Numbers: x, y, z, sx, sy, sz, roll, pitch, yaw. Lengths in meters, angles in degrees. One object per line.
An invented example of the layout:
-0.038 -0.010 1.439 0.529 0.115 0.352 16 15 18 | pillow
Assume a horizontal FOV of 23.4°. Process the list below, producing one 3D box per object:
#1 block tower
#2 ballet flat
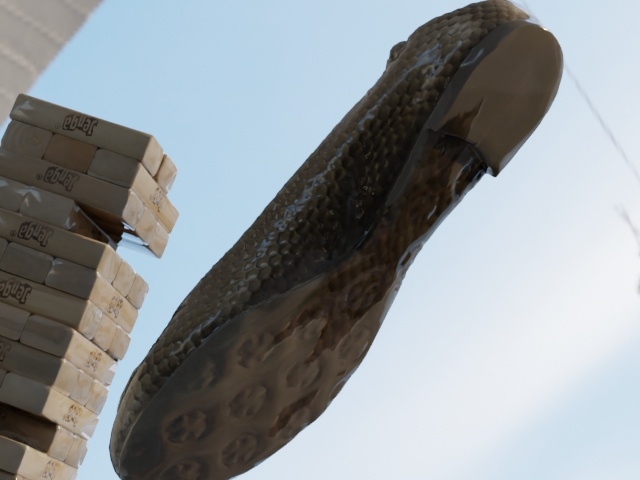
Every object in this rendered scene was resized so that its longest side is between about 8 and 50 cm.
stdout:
-0.182 0.093 0.878 0.097 0.335 0.091 18 -13 15 | block tower
0.000 0.000 0.626 0.250 0.058 0.084 -51 -42 1 | ballet flat
